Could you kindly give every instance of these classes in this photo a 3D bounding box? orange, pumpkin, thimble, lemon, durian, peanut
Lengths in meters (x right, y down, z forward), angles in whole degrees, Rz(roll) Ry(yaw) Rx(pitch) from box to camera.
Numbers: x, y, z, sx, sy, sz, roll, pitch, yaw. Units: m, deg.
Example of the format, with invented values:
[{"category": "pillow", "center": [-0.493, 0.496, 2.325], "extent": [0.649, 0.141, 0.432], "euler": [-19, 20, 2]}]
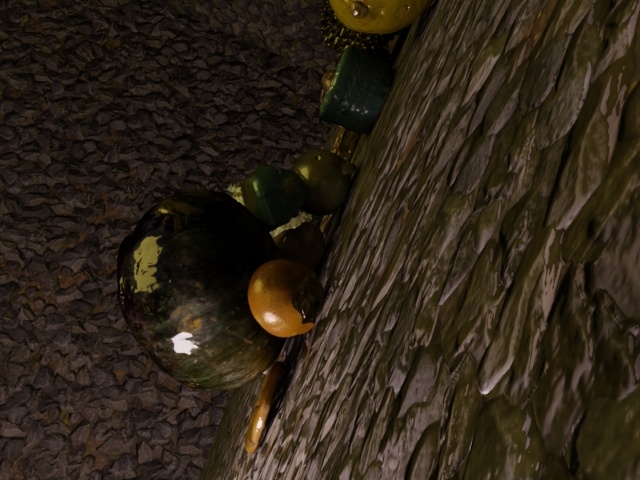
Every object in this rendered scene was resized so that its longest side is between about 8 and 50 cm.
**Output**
[{"category": "orange", "center": [-0.065, 0.108, 1.427], "extent": [0.134, 0.155, 0.155], "euler": [-27, 22, 20]}, {"category": "pumpkin", "center": [-0.240, 0.106, 1.619], "extent": [0.344, 0.454, 0.454], "euler": [-26, 15, 10]}, {"category": "thimble", "center": [0.093, -0.387, 1.891], "extent": [0.235, 0.143, 0.198], "euler": [-76, 10, -54]}, {"category": "lemon", "center": [0.135, -0.598, 1.657], "extent": [0.322, 0.268, 0.268], "euler": [-57, 0, -22]}, {"category": "durian", "center": [0.123, -0.601, 2.040], "extent": [0.293, 0.258, 0.258], "euler": [-41, -25, -77]}, {"category": "peanut", "center": [-0.068, 0.031, 1.812], "extent": [0.253, 0.122, 0.137], "euler": [157, 118, -64]}]

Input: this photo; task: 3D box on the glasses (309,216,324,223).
[{"category": "glasses", "center": [-0.040, 0.032, 2.133], "extent": [0.220, 0.088, 0.190], "euler": [-44, -15, -46]}]

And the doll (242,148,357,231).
[{"category": "doll", "center": [-0.048, -0.124, 1.775], "extent": [0.162, 0.260, 0.177], "euler": [71, 161, 2]}]

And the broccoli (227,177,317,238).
[{"category": "broccoli", "center": [-0.135, -0.048, 2.301], "extent": [0.347, 0.293, 0.281], "euler": [1, 58, 44]}]

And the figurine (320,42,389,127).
[{"category": "figurine", "center": [0.093, -0.502, 2.293], "extent": [0.287, 0.186, 0.176], "euler": [-46, 42, 31]}]

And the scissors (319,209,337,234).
[{"category": "scissors", "center": [-0.001, 0.000, 1.912], "extent": [0.110, 0.021, 0.212], "euler": [136, 156, -71]}]

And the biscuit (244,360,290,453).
[{"category": "biscuit", "center": [-0.117, 0.342, 1.535], "extent": [0.260, 0.041, 0.203], "euler": [116, 177, -78]}]

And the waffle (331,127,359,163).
[{"category": "waffle", "center": [0.052, -0.233, 2.171], "extent": [0.160, 0.055, 0.211], "euler": [-161, 92, -84]}]

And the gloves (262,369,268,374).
[{"category": "gloves", "center": [-0.170, 0.272, 1.993], "extent": [0.111, 0.127, 0.212], "euler": [-45, -30, -16]}]
